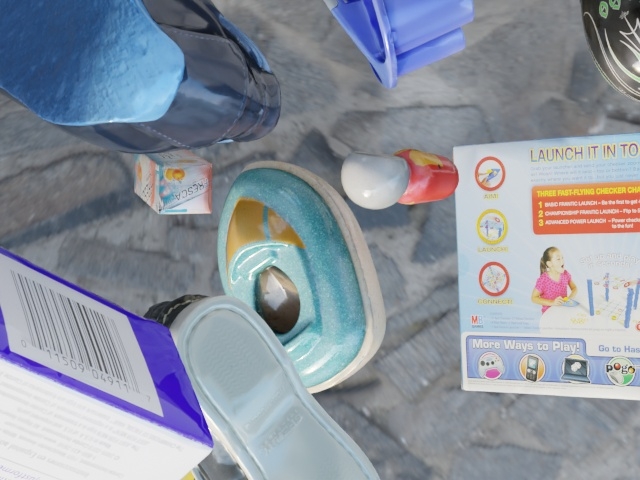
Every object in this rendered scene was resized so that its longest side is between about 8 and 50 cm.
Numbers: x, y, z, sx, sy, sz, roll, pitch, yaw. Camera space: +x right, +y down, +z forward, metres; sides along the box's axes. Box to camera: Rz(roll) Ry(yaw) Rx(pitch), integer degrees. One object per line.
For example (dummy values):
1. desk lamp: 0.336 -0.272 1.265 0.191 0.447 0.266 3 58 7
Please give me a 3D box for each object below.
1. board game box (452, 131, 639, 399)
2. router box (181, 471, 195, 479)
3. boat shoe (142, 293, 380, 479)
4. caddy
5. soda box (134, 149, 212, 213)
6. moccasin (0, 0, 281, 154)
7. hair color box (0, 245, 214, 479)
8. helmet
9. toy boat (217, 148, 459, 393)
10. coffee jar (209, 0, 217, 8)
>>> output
1. board game box: 0.312 0.029 1.537 0.308 0.086 0.302 -1 92 36
2. router box: -0.256 0.321 1.789 0.243 0.081 0.309 -6 141 -10
3. boat shoe: -0.039 0.169 1.017 0.114 0.091 0.303 -33 107 -29
4. caddy: 0.079 -0.380 1.799 0.179 0.241 0.341 -17 78 -4
5. soda box: -0.173 -0.071 1.521 0.063 0.183 0.058 -1 100 -16
6. moccasin: -0.140 -0.121 0.756 0.116 0.342 0.138 15 111 -38
7. hair color box: -0.245 0.156 0.725 0.339 0.110 0.185 -44 134 14
8. helmet: 0.377 -0.230 1.453 0.169 0.169 0.162 -24 73 -2
9. toy boat: 0.000 0.000 1.388 0.318 0.148 0.267 -40 66 34
10. coffee jar: -0.203 -0.300 1.670 0.079 0.184 0.096 -45 74 11
